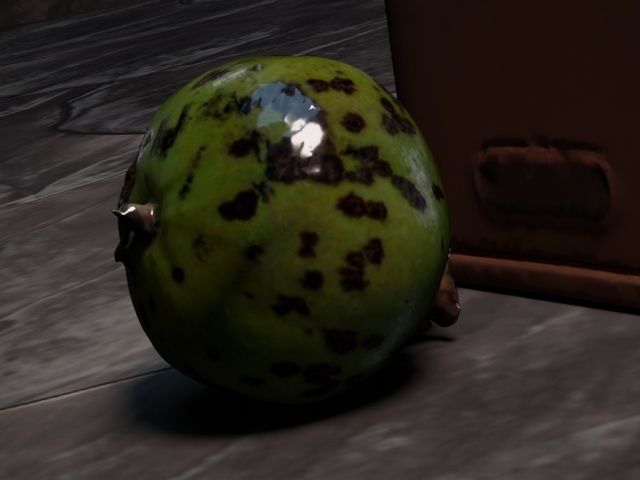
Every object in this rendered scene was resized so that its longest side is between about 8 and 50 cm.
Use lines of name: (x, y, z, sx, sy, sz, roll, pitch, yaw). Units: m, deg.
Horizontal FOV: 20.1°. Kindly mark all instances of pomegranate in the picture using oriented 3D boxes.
pomegranate: (0.000, 0.000, 0.624, 0.122, 0.122, 0.161, 0, -10, 44)

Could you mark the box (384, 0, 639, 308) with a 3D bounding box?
box: (0.202, -0.134, 0.730, 0.339, 0.229, 0.239, -19, 13, -30)
